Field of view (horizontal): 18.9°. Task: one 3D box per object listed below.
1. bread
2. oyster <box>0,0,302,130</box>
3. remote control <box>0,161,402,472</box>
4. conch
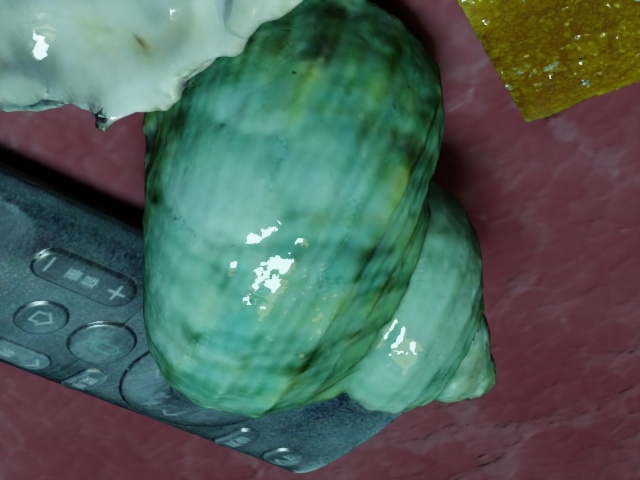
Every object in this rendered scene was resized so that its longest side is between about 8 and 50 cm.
[{"bbox_3d":[0.108,-0.095,0.761,0.094,0.035,0.090,-20,142,15],"label":"bread"},{"bbox_3d":[-0.072,-0.141,0.617,0.271,0.100,0.275,-9,156,5],"label":"oyster"},{"bbox_3d":[-0.117,0.024,0.871,0.377,0.044,0.107,27,135,-37],"label":"remote control"},{"bbox_3d":[0.000,0.000,0.799,0.176,0.122,0.188,-47,140,4],"label":"conch"}]
